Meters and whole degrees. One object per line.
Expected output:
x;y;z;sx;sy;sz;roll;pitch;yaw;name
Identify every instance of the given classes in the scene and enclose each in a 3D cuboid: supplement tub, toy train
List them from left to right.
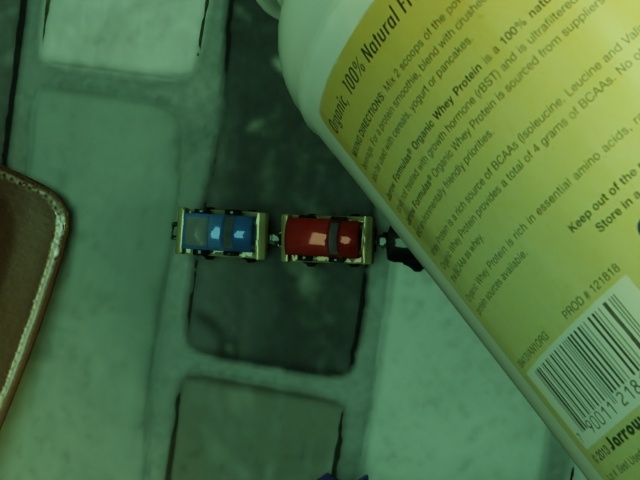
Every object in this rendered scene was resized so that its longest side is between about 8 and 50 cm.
0.000;0.000;0.655;0.158;0.036;0.027;3;92;16;toy train
0.127;-0.058;0.512;0.228;0.228;0.316;-40;75;13;supplement tub

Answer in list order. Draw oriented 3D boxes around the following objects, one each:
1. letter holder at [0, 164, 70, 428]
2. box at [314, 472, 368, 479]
-0.282;0.074;0.662;0.214;0.152;0.301;26;92;11;letter holder
-0.024;0.165;0.643;0.028;0.081;0.136;31;99;13;box
